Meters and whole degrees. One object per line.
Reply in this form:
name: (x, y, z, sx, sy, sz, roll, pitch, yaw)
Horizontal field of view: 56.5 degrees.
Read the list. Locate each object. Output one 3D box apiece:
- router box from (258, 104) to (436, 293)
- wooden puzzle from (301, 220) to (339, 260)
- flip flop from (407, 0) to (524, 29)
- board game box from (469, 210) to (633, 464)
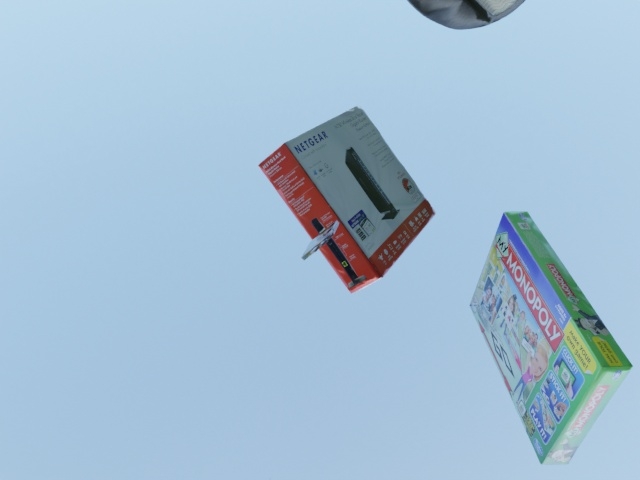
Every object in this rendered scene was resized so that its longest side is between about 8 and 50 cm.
router box: (0.071, -0.098, 1.209, 0.301, 0.082, 0.335, 54, -143, -4)
wooden puzzle: (0.000, 0.000, 0.745, 0.006, 0.049, 0.083, 47, -154, -9)
flip flop: (0.042, -0.239, 0.302, 0.112, 0.277, 0.080, -15, -136, 33)
board game box: (0.320, 0.133, 0.892, 0.046, 0.213, 0.317, 0, -142, -9)
